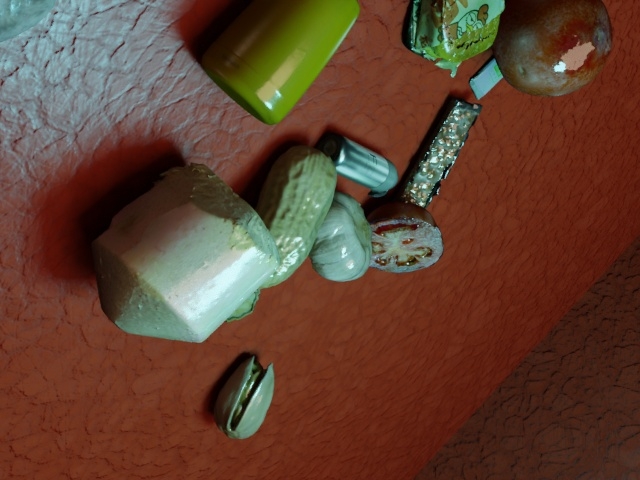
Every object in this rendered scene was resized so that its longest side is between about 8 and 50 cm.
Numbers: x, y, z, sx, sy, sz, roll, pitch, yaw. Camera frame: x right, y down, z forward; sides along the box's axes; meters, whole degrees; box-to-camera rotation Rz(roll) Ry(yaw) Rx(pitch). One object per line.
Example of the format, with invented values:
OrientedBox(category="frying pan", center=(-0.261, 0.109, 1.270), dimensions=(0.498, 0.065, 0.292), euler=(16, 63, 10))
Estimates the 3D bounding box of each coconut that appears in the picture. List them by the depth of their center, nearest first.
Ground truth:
OrientedBox(category="coconut", center=(-0.261, 0.039, 1.679), dimensions=(0.309, 0.297, 0.297), euler=(-41, 147, -14))

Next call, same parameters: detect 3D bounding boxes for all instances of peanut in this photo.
OrientedBox(category="peanut", center=(-0.072, -0.043, 1.885), dimensions=(0.152, 0.152, 0.313), euler=(41, 67, -57))

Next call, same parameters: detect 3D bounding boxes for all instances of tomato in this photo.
OrientedBox(category="tomato", center=(0.523, -0.448, 2.074), dimensions=(0.265, 0.265, 0.265), euler=(-30, 143, -26))
OrientedBox(category="tomato", center=(0.191, -0.013, 2.255), dimensions=(0.225, 0.085, 0.225), euler=(0, 140, 0))

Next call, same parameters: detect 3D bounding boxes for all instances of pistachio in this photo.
OrientedBox(category="pistachio", center=(-0.184, 0.385, 2.265), dimensions=(0.152, 0.126, 0.223), euler=(-57, 171, -71))

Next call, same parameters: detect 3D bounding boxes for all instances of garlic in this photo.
OrientedBox(category="garlic", center=(0.000, 0.000, 2.059), dimensions=(0.212, 0.219, 0.218), euler=(-15, 152, 18))

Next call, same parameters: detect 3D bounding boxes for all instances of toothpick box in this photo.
OrientedBox(category="toothpick box", center=(-0.059, -0.349, 1.597), dimensions=(0.271, 0.175, 0.175), euler=(-50, 147, -3))

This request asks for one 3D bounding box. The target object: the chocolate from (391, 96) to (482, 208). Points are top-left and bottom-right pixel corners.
OrientedBox(category="chocolate", center=(0.273, -0.199, 2.240), dimensions=(0.102, 0.065, 0.329), euler=(13, 114, -38))

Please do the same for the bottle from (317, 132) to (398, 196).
OrientedBox(category="bottle", center=(0.085, -0.159, 2.038), dimensions=(0.253, 0.079, 0.096), euler=(18, 87, -55))

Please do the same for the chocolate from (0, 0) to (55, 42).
OrientedBox(category="chocolate", center=(-0.479, -0.317, 1.219), dimensions=(0.303, 0.100, 0.185), euler=(-34, 142, -26))

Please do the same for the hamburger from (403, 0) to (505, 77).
OrientedBox(category="hamburger", center=(0.285, -0.443, 1.932), dimensions=(0.214, 0.125, 0.235), euler=(-13, 120, -28))

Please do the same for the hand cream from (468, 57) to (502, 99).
OrientedBox(category="hand cream", center=(0.465, -0.452, 2.219), dimensions=(0.275, 0.050, 0.079), euler=(-44, 120, 2))

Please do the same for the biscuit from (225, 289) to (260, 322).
OrientedBox(category="biscuit", center=(-0.170, 0.068, 2.001), dimensions=(0.187, 0.036, 0.274), euler=(-17, 137, -55))
